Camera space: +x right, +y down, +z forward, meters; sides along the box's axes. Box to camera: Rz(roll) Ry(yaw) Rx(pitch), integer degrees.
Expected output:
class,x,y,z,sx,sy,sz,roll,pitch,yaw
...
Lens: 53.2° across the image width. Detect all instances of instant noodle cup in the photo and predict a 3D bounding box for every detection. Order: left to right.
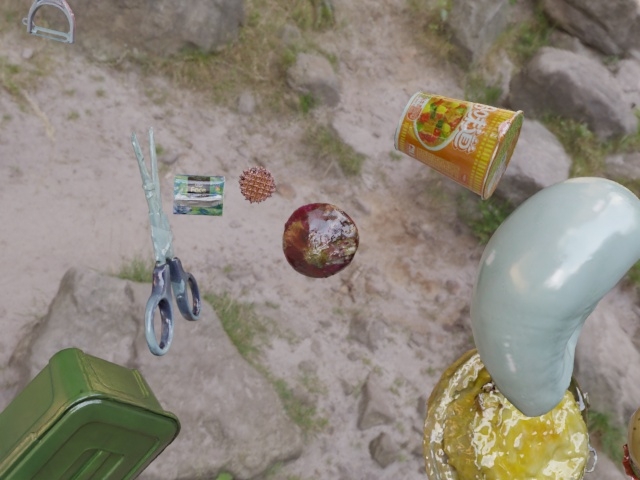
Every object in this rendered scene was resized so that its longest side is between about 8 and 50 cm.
class,x,y,z,sx,sy,sz,roll,pitch,yaw
instant noodle cup,0.237,-0.180,1.124,0.185,0.168,0.168,25,30,21

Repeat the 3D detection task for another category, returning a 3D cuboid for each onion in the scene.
class,x,y,z,sx,sy,sz,roll,pitch,yaw
onion,0.000,0.000,0.881,0.107,0.107,0.097,33,4,-4

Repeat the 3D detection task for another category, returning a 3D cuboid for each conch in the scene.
class,x,y,z,sx,sy,sz,roll,pitch,yaw
conch,0.206,0.045,0.579,0.121,0.221,0.185,31,13,35

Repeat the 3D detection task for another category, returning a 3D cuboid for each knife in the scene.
class,x,y,z,sx,sy,sz,roll,pitch,yaw
knife,-0.536,-0.531,1.229,0.123,0.278,0.053,14,35,8

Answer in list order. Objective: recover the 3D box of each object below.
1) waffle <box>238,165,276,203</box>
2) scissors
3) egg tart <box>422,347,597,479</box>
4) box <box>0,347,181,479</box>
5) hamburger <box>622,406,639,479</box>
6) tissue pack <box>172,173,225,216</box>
class,x,y,z,sx,sy,sz,roll,pitch,yaw
waffle,-0.131,-0.114,1.327,0.029,0.075,0.083,-111,180,-60
scissors,-0.281,-0.010,1.134,0.029,0.383,0.256,-7,9,8
egg tart,0.284,0.275,0.889,0.291,0.107,0.290,3,79,-16
box,-0.452,0.360,1.138,0.178,0.328,0.253,46,4,40
hamburger,0.511,0.296,0.904,0.137,0.175,0.175,55,21,-34
tissue pack,-0.267,-0.097,1.404,0.111,0.085,0.079,2,17,-11
